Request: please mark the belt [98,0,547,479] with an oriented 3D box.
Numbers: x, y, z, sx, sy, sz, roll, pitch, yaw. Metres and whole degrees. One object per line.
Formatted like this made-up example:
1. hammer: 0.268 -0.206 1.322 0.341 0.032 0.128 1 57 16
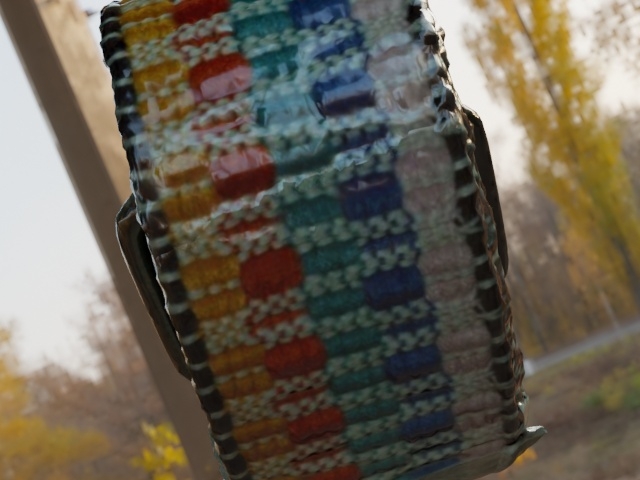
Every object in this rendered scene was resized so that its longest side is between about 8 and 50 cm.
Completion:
1. belt: 0.000 0.000 0.609 0.150 0.207 0.257 -15 -45 2
